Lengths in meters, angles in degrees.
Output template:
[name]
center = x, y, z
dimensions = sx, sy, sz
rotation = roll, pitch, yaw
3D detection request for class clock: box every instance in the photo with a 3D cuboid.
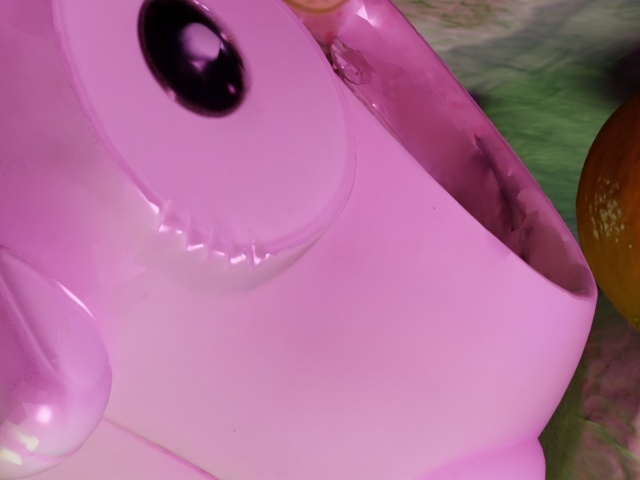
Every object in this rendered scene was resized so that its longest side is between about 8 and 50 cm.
[clock]
center = -0.087, -0.005, 0.601
dimensions = 0.250, 0.368, 0.377
rotation = -41, 159, 12

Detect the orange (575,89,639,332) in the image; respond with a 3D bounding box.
[orange]
center = 0.249, -0.008, 0.888
dimensions = 0.224, 0.170, 0.224
rotation = 2, 162, 1

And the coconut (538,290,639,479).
[coconut]
center = 0.329, 0.152, 1.243
dimensions = 0.329, 0.328, 0.329
rotation = 3, 164, 1
